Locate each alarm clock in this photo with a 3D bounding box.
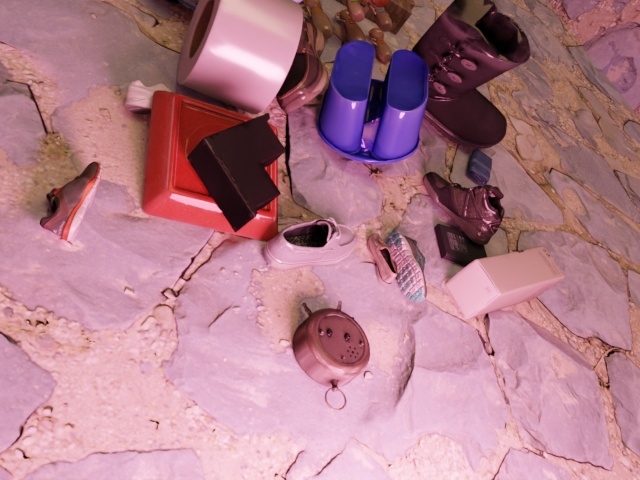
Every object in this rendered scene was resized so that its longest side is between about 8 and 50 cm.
[{"bbox_3d":[0.023,0.193,1.089,0.130,0.064,0.191,18,49,-26],"label":"alarm clock"}]

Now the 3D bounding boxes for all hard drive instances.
[{"bbox_3d":[0.330,0.018,1.507,0.135,0.022,0.094,17,46,-26],"label":"hard drive"}]

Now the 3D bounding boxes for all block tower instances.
[{"bbox_3d":[0.126,-0.746,1.958,0.336,0.091,0.097,21,46,-22],"label":"block tower"}]

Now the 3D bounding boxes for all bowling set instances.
[{"bbox_3d":[0.122,-0.632,1.783,0.287,0.200,0.154,12,48,-36],"label":"bowling set"}]

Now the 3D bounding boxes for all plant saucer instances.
[{"bbox_3d":[-0.181,-0.143,1.186,0.259,0.048,0.258,14,61,-30],"label":"plant saucer"}]

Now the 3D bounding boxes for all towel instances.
[{"bbox_3d":[0.433,-0.199,1.772,0.067,0.029,0.119,36,42,-8],"label":"towel"}]

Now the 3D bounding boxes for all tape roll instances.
[{"bbox_3d":[-0.165,-0.397,1.309,0.169,0.246,0.246,18,46,-25],"label":"tape roll"}]

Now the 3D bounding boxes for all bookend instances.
[{"bbox_3d":[-0.121,-0.122,1.139,0.157,0.072,0.156,-33,90,-41],"label":"bookend"}]

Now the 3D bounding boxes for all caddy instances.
[{"bbox_3d":[0.123,-0.315,1.522,0.242,0.179,0.341,11,45,1],"label":"caddy"}]

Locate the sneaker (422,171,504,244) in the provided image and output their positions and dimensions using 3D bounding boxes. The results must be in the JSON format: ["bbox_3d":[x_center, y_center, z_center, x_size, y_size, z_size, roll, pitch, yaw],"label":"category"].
[{"bbox_3d":[0.347,-0.109,1.540,0.087,0.130,0.227,-2,44,-47],"label":"sneaker"}]

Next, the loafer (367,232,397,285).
[{"bbox_3d":[0.131,0.032,1.325,0.045,0.039,0.125,11,50,-31],"label":"loafer"}]

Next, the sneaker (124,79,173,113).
[{"bbox_3d":[-0.290,-0.263,1.226,0.152,0.054,0.061,8,77,-34],"label":"sneaker"}]

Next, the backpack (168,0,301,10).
[{"bbox_3d":[-0.171,-0.626,1.434,0.273,0.356,0.290,63,36,-21],"label":"backpack"}]

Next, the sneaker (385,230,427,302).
[{"bbox_3d":[0.195,0.053,1.344,0.076,0.065,0.166,11,51,-37],"label":"sneaker"}]

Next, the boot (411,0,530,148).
[{"bbox_3d":[0.389,-0.396,1.597,0.367,0.445,0.146,26,76,-8],"label":"boot"}]

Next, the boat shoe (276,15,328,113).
[{"bbox_3d":[-0.071,-0.414,1.467,0.130,0.132,0.355,45,26,-31],"label":"boat shoe"}]

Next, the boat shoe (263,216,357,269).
[{"bbox_3d":[-0.001,-0.001,1.218,0.228,0.081,0.079,-12,64,-43],"label":"boat shoe"}]

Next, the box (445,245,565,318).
[{"bbox_3d":[0.415,0.089,1.447,0.275,0.113,0.094,-6,59,-43],"label":"box"}]

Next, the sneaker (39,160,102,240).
[{"bbox_3d":[-0.383,-0.073,1.000,0.065,0.061,0.157,21,44,-15],"label":"sneaker"}]
